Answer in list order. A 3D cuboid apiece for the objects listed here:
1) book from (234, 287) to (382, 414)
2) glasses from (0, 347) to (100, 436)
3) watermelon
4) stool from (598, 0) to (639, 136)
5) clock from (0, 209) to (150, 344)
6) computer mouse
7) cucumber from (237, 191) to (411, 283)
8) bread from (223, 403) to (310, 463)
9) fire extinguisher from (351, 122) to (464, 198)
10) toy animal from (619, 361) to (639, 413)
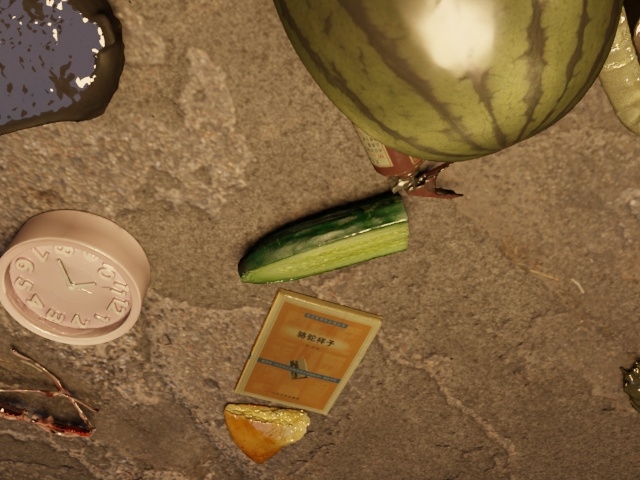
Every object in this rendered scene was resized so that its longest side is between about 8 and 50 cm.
[{"bbox_3d":[-0.025,0.187,1.036,0.170,0.018,0.242,16,126,-12],"label":"book"},{"bbox_3d":[-0.475,0.259,1.069,0.255,0.095,0.162,31,149,-23],"label":"glasses"},{"bbox_3d":[0.091,-0.245,0.537,0.278,0.279,0.360,-28,90,20],"label":"watermelon"},{"bbox_3d":[0.427,-0.220,0.598,0.310,0.226,0.310,-31,123,20],"label":"stool"},{"bbox_3d":[-0.343,0.055,0.905,0.196,0.068,0.197,0,127,0],"label":"clock"},{"bbox_3d":[-0.366,-0.196,0.684,0.322,0.116,0.183,-11,124,-1],"label":"computer mouse"},{"bbox_3d":[0.000,0.000,0.860,0.243,0.063,0.115,-17,157,10],"label":"cucumber"},{"bbox_3d":[-0.112,0.325,1.122,0.136,0.054,0.154,36,117,-21],"label":"bread"},{"bbox_3d":[0.098,-0.131,0.754,0.106,0.075,0.252,-15,126,23],"label":"fire extinguisher"},{"bbox_3d":[0.531,0.240,1.059,0.064,0.047,0.136,-18,131,24],"label":"toy animal"}]
